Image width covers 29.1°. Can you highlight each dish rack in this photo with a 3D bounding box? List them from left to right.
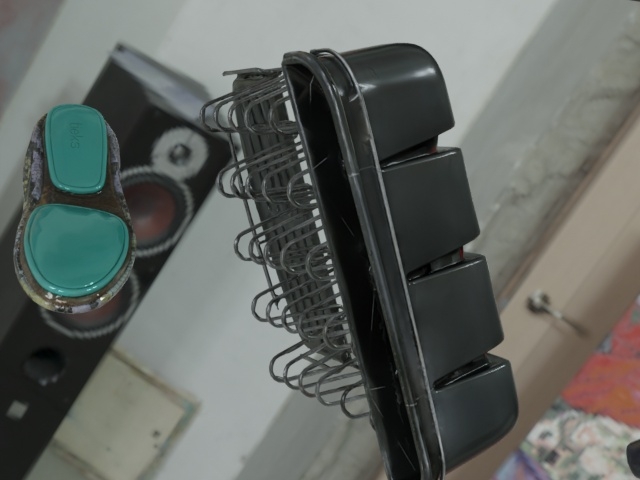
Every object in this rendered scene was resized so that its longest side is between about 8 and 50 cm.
[{"bbox_3d":[0.000,0.000,0.649,0.074,0.208,0.271,-18,12,-21],"label":"dish rack"}]

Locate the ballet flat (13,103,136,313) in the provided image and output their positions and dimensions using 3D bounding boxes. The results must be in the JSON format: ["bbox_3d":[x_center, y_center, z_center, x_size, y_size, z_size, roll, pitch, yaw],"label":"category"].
[{"bbox_3d":[-0.086,-0.003,0.428,0.041,0.041,0.114,26,29,-26],"label":"ballet flat"}]

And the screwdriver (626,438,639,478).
[{"bbox_3d":[0.229,0.089,0.585,0.024,0.170,0.025,-11,87,-67],"label":"screwdriver"}]
